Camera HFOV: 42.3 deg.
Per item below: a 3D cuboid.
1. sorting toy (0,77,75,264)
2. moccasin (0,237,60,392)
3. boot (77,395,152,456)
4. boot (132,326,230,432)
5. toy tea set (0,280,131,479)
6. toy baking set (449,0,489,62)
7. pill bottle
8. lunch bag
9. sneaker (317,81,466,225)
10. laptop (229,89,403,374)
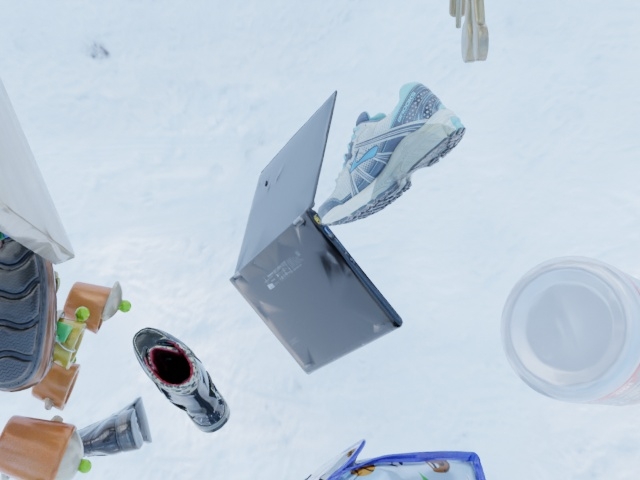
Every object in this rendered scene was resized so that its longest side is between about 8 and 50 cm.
[{"bbox_3d":[-0.350,-0.101,0.787,0.089,0.255,0.257,-24,81,-7],"label":"sorting toy"},{"bbox_3d":[-0.424,0.020,1.100,0.139,0.147,0.380,-21,68,-7],"label":"moccasin"},{"bbox_3d":[-0.435,0.361,1.505,0.229,0.263,0.091,-15,84,-4],"label":"boot"},{"bbox_3d":[-0.247,0.193,1.339,0.085,0.178,0.236,-40,59,-14],"label":"boot"},{"bbox_3d":[-0.351,0.212,1.184,0.124,0.200,0.335,20,76,-7],"label":"toy tea set"},{"bbox_3d":[0.135,-0.261,0.670,0.030,0.256,0.196,-3,55,0],"label":"toy baking set"},{"bbox_3d":[0.446,0.152,1.290,0.210,0.363,0.210,-9,74,35],"label":"pill bottle"},{"bbox_3d":[0.056,0.491,1.386,0.386,0.328,0.238,8,52,-35],"label":"lunch bag"},{"bbox_3d":[0.088,-0.126,1.245,0.283,0.110,0.122,-40,75,34],"label":"sneaker"},{"bbox_3d":[0.000,0.000,1.631,0.236,0.382,0.408,-39,90,-34],"label":"laptop"}]
